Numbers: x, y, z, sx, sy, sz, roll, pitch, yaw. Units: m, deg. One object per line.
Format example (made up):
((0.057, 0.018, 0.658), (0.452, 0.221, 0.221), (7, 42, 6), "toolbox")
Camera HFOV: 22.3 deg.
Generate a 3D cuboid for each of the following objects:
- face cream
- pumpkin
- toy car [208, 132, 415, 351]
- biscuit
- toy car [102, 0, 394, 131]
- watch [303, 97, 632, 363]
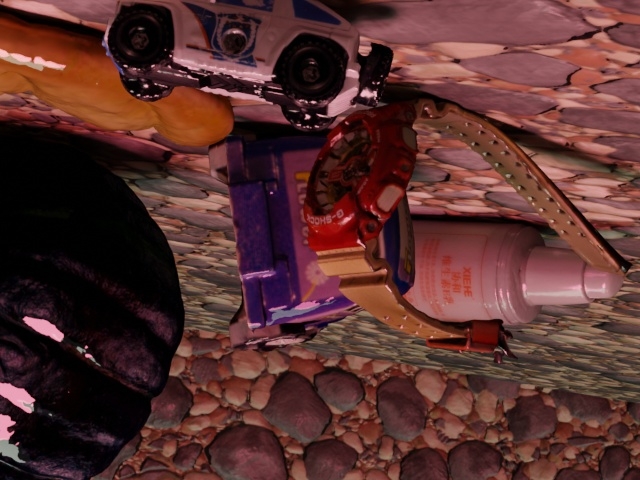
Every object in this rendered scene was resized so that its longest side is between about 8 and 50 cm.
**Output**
((0.171, 0.032, 1.566), (0.252, 0.101, 0.101), (3, 169, 32), "face cream")
((-0.305, 0.082, 1.502), (0.363, 0.363, 0.266), (1, 154, 40), "pumpkin")
((0.000, 0.000, 1.371), (0.158, 0.172, 0.235), (-7, 173, 7), "toy car")
((-0.194, -0.118, 1.162), (0.299, 0.045, 0.154), (12, 169, -21), "biscuit")
((-0.042, -0.113, 0.969), (0.171, 0.070, 0.080), (10, 171, 1), "toy car")
((0.109, 0.004, 1.190), (0.268, 0.165, 0.102), (38, 157, -27), "watch")
